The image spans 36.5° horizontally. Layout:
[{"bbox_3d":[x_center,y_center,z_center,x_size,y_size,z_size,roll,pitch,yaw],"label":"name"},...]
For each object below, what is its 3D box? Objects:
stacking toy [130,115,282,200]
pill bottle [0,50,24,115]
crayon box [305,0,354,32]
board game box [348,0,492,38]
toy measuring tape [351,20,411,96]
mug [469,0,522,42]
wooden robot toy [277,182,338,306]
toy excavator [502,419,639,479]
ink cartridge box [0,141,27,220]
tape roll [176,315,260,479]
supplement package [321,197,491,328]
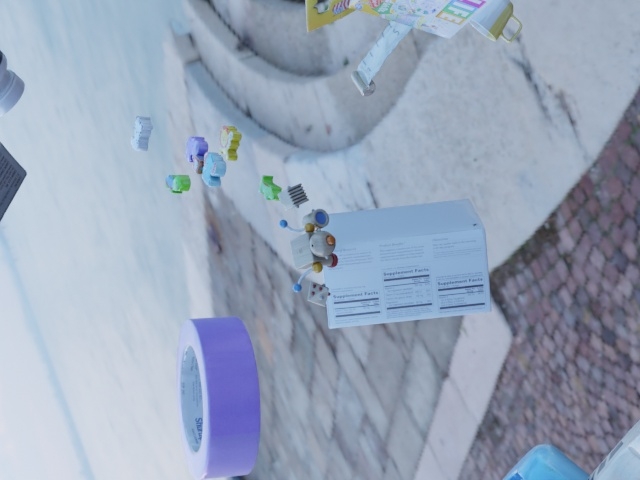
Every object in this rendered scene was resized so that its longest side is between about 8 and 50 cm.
[{"bbox_3d":[-0.169,-0.122,1.433,0.221,0.167,0.052,46,126,50],"label":"stacking toy"},{"bbox_3d":[-0.565,-0.282,1.543,0.180,0.108,0.108,46,-177,-42],"label":"pill bottle"},{"bbox_3d":[0.102,-0.416,1.319,0.081,0.318,0.202,60,177,5],"label":"crayon box"},{"bbox_3d":[0.093,-0.223,0.841,0.154,0.103,0.026,154,130,-78],"label":"board game box"},{"bbox_3d":[0.161,-0.313,1.241,0.330,0.121,0.121,-54,54,38],"label":"toy measuring tape"},{"bbox_3d":[0.294,-0.373,1.622,0.078,0.064,0.062,34,-173,-30],"label":"mug"},{"bbox_3d":[0.000,0.000,1.327,0.079,0.076,0.173,-26,73,52],"label":"wooden robot toy"},{"bbox_3d":[0.279,0.305,1.065,0.222,0.445,0.433,38,-178,13],"label":"toy excavator"},{"bbox_3d":[-0.483,0.019,1.097,0.060,0.239,0.275,56,-155,-31],"label":"ink cartridge box"},{"bbox_3d":[-0.182,0.270,1.677,0.275,0.090,0.274,178,90,-70],"label":"tape roll"},{"bbox_3d":[0.137,0.033,1.617,0.204,0.262,0.145,-85,-11,-74],"label":"supplement package"}]
